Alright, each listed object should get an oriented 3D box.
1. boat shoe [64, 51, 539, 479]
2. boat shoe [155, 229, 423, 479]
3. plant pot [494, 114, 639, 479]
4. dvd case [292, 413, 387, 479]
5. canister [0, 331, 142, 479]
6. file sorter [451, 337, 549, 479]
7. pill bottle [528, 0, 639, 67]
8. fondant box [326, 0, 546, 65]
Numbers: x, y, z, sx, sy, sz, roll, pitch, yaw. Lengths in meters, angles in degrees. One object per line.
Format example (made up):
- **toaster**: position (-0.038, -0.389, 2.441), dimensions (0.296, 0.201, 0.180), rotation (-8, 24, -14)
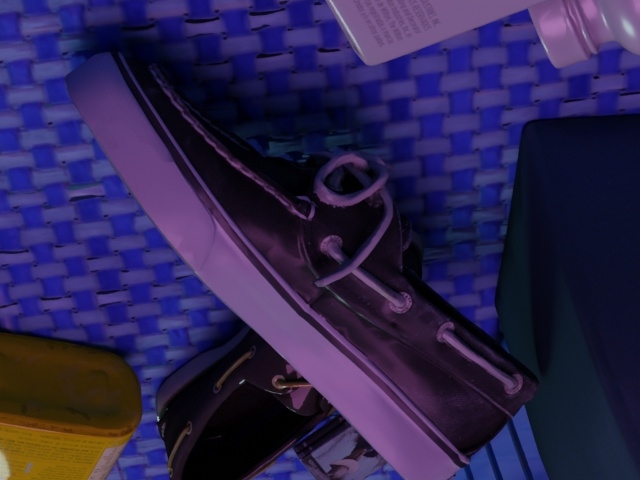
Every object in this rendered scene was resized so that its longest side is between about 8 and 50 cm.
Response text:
- **boat shoe**: position (0.001, 0.002, 0.953), dimensions (0.105, 0.113, 0.306), rotation (-41, 110, 5)
- **boat shoe**: position (-0.015, 0.075, 1.089), dimensions (0.081, 0.069, 0.228), rotation (21, 133, -30)
- **plant pot**: position (0.200, 0.072, 0.991), dimensions (0.165, 0.234, 0.166), rotation (-4, 140, -5)
- **dvd case**: position (0.044, 0.108, 1.137), dimensions (0.119, 0.013, 0.087), rotation (-33, 152, -2)
- **canister**: position (-0.190, 0.134, 1.130), dimensions (0.126, 0.073, 0.170), rotation (11, 136, -22)
- **file sorter**: position (0.159, 0.145, 1.165), dimensions (0.118, 0.104, 0.170), rotation (-3, 142, -18)
- **pill bottle**: position (0.171, -0.136, 0.848), dimensions (0.160, 0.087, 0.087), rotation (-19, 140, 14)
- **fondant box**: position (0.117, -0.226, 0.723), dimensions (0.330, 0.096, 0.238), rotation (-19, 140, 14)
